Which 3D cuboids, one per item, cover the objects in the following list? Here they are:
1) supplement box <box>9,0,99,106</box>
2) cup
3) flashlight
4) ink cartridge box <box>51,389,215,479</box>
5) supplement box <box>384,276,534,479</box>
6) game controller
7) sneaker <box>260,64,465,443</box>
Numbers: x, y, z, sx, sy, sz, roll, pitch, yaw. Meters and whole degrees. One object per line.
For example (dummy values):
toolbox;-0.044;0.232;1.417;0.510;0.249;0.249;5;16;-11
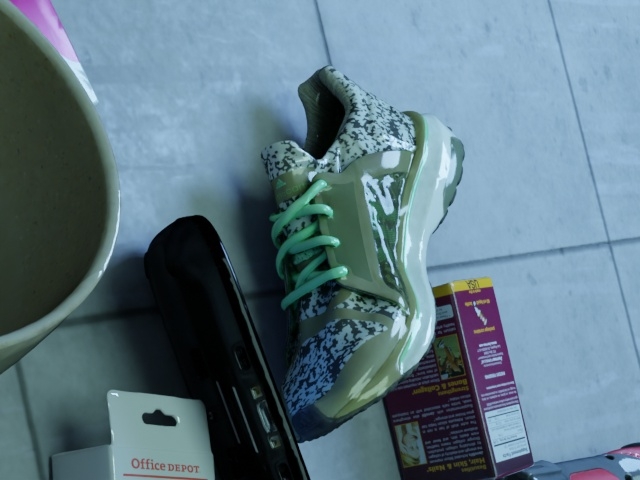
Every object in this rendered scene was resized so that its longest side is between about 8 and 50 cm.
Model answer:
supplement box;-0.275;-0.096;1.221;0.220;0.114;0.111;-36;105;-52
cup;-0.313;-0.001;0.982;0.331;0.237;0.331;25;38;-21
flashlight;0.291;0.272;1.843;0.304;0.103;0.103;0;79;-55
ink cartridge box;-0.138;0.217;1.316;0.115;0.067;0.198;15;66;-51
supplement box;0.122;0.138;1.666;0.081;0.104;0.188;-6;81;-54
game controller;-0.056;0.132;1.394;0.067;0.166;0.319;-22;95;-22
sneaker;0.000;0.000;1.548;0.182;0.158;0.410;40;38;-23
